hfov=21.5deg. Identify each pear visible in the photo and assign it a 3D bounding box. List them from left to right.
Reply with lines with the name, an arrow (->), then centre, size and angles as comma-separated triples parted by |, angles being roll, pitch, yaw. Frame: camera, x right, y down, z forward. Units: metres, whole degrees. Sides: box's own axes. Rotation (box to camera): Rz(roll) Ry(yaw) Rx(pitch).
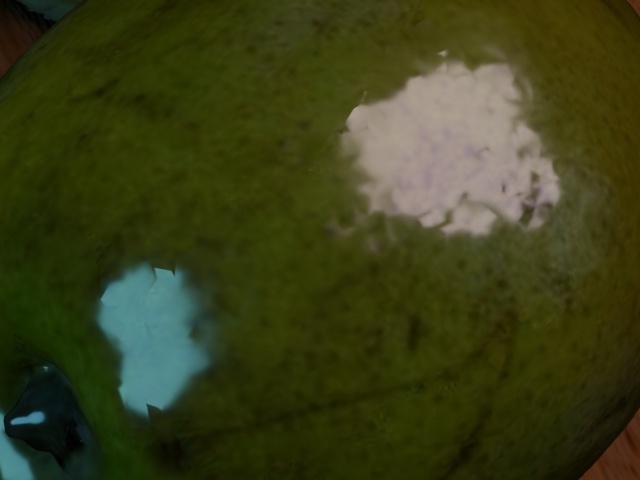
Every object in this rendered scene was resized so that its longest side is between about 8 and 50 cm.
pear -> 0.000, 0.000, 0.607 | 0.307, 0.253, 0.253 | -27, 81, -46

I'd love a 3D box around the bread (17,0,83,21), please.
bread -> -0.110, -0.183, 0.742 | 0.148, 0.134, 0.141 | 14, 52, -27
